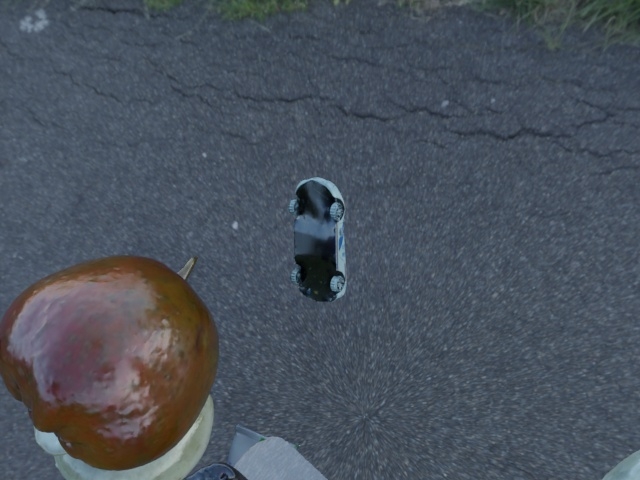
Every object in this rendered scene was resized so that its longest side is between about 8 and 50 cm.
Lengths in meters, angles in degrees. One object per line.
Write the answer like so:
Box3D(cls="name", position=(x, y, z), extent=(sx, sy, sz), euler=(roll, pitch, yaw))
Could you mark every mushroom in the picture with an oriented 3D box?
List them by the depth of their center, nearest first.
Box3D(cls="mushroom", position=(-0.392, 0.356, 1.155), extent=(0.315, 0.356, 0.315), euler=(10, 106, 39))

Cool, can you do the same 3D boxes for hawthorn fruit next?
Box3D(cls="hawthorn fruit", position=(-0.250, 0.136, 0.791), extent=(0.277, 0.277, 0.298), euler=(32, 63, 12))

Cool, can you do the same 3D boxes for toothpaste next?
Box3D(cls="toothpaste", position=(-0.108, 0.348, 0.772), extent=(0.075, 0.048, 0.301), euler=(33, 122, 18))

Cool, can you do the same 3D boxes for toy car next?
Box3D(cls="toy car", position=(0.000, 0.000, 0.965), extent=(0.095, 0.056, 0.205), euler=(7, 102, 36))

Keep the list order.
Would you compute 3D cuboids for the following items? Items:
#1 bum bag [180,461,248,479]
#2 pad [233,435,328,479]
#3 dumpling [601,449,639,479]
Box3D(cls="bum bag", position=(-0.099, 0.174, 0.318), extent=(0.159, 0.109, 0.026), euler=(-23, 47, -4))
Box3D(cls="pad", position=(-0.077, 0.288, 0.439), extent=(0.266, 0.002, 0.176), euler=(-48, 43, -16))
Box3D(cls="dumpling", position=(0.278, 0.162, 0.358), extent=(0.242, 0.187, 0.318), euler=(13, 115, 6))
